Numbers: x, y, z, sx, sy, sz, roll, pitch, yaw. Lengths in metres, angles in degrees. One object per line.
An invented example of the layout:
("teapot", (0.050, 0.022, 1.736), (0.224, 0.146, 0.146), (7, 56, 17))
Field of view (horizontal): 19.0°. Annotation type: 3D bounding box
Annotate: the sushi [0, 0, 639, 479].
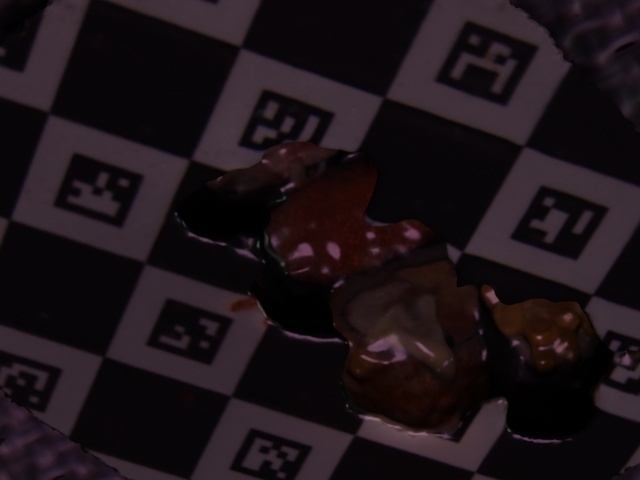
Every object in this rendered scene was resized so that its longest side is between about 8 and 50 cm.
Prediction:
("sushi", (0.000, 0.000, 0.684), (0.264, 0.050, 0.290), (-34, 121, 29))
